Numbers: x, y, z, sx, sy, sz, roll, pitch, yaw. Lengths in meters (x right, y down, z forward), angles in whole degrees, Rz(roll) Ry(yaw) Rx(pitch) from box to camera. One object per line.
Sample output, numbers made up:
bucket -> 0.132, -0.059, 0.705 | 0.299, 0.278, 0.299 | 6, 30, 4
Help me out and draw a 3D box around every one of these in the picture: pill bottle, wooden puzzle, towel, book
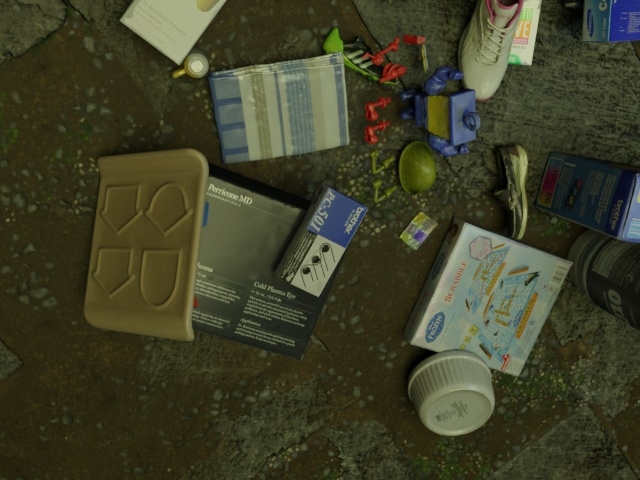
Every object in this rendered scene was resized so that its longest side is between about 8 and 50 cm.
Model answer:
pill bottle -> 0.740, 0.093, 1.777 | 0.204, 0.361, 0.204 | -4, 107, -13
wooden puzzle -> -0.326, 0.007, 1.485 | 0.080, 0.322, 0.347 | 5, 87, -50
towel -> -0.080, -0.275, 1.610 | 0.285, 0.034, 0.209 | -10, 119, -6
towel -> 0.228, -0.023, 1.796 | 0.060, 0.009, 0.083 | 40, 93, -22
book -> 0.429, -0.466, 1.710 | 0.096, 0.035, 0.144 | 2, 106, -10

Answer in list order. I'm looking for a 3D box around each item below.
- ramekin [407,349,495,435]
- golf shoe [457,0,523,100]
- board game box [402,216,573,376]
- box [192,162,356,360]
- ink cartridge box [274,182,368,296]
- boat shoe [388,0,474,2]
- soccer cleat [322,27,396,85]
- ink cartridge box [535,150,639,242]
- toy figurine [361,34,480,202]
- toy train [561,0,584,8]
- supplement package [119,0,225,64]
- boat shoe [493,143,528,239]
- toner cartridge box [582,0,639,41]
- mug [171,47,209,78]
ramekin -> 0.319, 0.375, 1.849 | 0.207, 0.109, 0.207 | -3, 127, -4
golf shoe -> 0.361, -0.446, 1.628 | 0.115, 0.140, 0.306 | 8, 107, 3
board game box -> 0.403, 0.140, 1.860 | 0.318, 0.066, 0.318 | 20, 101, -19
box -> -0.151, 0.040, 1.624 | 0.343, 0.179, 0.312 | 20, 100, -20
ink cartridge box -> 0.000, 0.000, 1.534 | 0.097, 0.046, 0.207 | 27, 96, -22
boat shoe -> 0.179, -0.538, 1.578 | 0.324, 0.116, 0.096 | -6, 104, -19
soccer cleat -> 0.090, -0.386, 1.628 | 0.179, 0.060, 0.072 | 24, 97, -17
ink cartridge box -> 0.705, -0.082, 1.697 | 0.270, 0.395, 0.151 | 7, 104, -17
toy figurine -> 0.232, -0.231, 1.597 | 0.191, 0.217, 0.362 | -22, 120, -34
toy train -> 0.573, -0.595, 1.686 | 0.105, 0.080, 0.184 | -11, 112, -3
supplement package -> -0.258, -0.477, 1.468 | 0.139, 0.134, 0.244 | 35, 95, -21
boat shoe -> 0.438, -0.113, 1.793 | 0.073, 0.080, 0.223 | -2, 100, -6
toner cartridge box -> 0.725, -0.527, 1.692 | 0.348, 0.075, 0.165 | -11, 108, -30
mug -> -0.255, -0.346, 1.545 | 0.062, 0.064, 0.078 | 30, 97, -21
